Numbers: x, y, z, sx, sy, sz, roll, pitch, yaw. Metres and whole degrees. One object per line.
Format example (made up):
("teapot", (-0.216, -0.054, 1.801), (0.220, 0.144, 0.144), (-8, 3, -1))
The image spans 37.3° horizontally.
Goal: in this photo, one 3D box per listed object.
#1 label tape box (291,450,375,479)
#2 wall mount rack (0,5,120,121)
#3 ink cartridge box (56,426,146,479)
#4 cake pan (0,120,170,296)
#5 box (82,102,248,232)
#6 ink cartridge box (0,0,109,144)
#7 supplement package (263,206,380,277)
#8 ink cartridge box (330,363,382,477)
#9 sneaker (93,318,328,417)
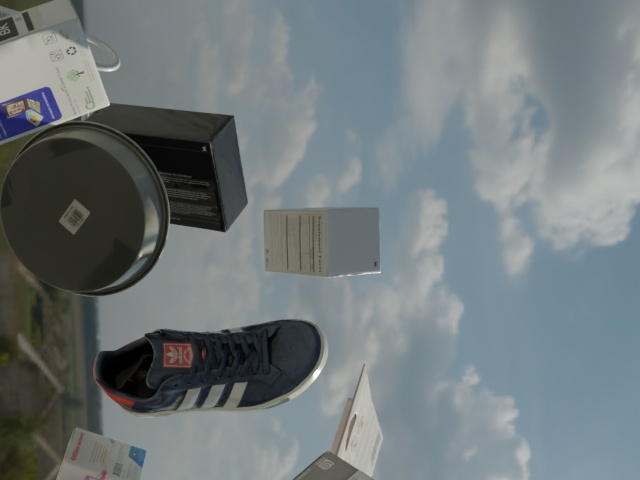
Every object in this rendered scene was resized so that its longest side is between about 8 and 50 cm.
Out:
("label tape box", (0.111, 0.530, 1.578), (0.334, 0.106, 0.240), (21, -44, 47))
("wall mount rack", (-0.531, -0.302, 1.713), (0.130, 0.350, 0.304), (-54, -136, 29))
("ink cartridge box", (-0.349, 0.359, 1.505), (0.088, 0.122, 0.052), (-91, -154, -64))
("cake pan", (-0.389, -0.045, 1.528), (0.054, 0.293, 0.293), (-45, 138, -72))
("box", (-0.273, -0.131, 1.661), (0.103, 0.261, 0.184), (-60, 151, -46))
("ink cartridge box", (-0.471, -0.201, 1.293), (0.165, 0.333, 0.065), (83, -20, -52))
("supplement package", (0.000, 0.000, 1.496), (0.179, 0.105, 0.105), (3, -85, 54))
("ink cartridge box", (0.050, 0.446, 1.961), (0.296, 0.066, 0.261), (-68, 153, -44))
("sneaker", (-0.167, 0.178, 1.370), (0.148, 0.350, 0.131), (50, 28, -56))
